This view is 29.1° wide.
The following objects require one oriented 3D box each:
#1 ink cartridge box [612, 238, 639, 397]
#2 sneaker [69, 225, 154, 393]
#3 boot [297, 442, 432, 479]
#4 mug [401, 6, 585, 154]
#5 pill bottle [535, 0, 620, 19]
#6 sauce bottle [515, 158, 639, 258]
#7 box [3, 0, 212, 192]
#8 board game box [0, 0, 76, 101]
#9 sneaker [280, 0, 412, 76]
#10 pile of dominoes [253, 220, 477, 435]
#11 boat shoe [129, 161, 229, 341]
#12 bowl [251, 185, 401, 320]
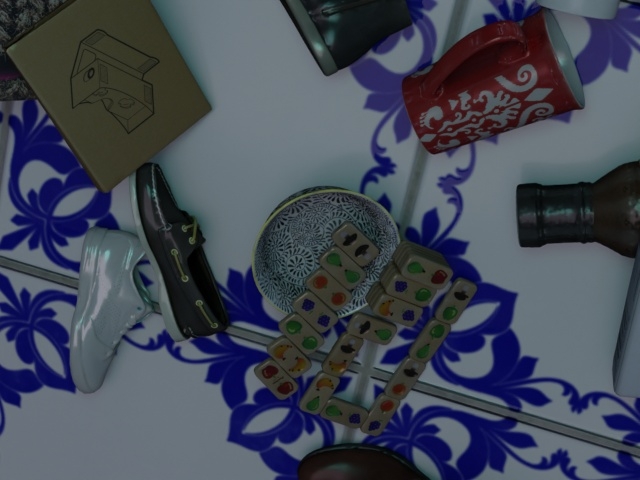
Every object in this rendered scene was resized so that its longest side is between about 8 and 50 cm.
[{"bbox_3d":[0.482,0.045,1.231,0.330,0.071,0.324,4,133,4],"label":"ink cartridge box"},{"bbox_3d":[-0.250,0.092,1.497,0.094,0.080,0.212,9,106,-2],"label":"sneaker"},{"bbox_3d":[0.074,0.349,1.384,0.264,0.280,0.096,26,109,4],"label":"boot"},{"bbox_3d":[0.172,-0.175,1.299,0.169,0.113,0.150,-21,126,22],"label":"mug"},{"bbox_3d":[0.279,-0.323,1.236,0.112,0.112,0.186,13,108,9],"label":"pill bottle"},{"bbox_3d":[0.380,-0.034,1.296,0.345,0.111,0.111,-4,105,12],"label":"sauce bottle"},{"bbox_3d":[-0.228,-0.176,1.350,0.164,0.021,0.201,-41,126,-18],"label":"box"},{"bbox_3d":[-0.371,-0.301,1.308,0.141,0.232,0.291,25,117,51],"label":"board game box"},{"bbox_3d":[0.004,-0.300,1.333,0.118,0.083,0.222,-29,91,0],"label":"sneaker"},{"bbox_3d":[0.052,0.113,1.403,0.196,0.040,0.251,21,112,-24],"label":"pile of dominoes"},{"bbox_3d":[-0.166,0.009,1.450,0.069,0.081,0.227,-10,110,12],"label":"boat shoe"},{"bbox_3d":[0.000,0.000,1.395,0.170,0.080,0.170,-6,121,-10],"label":"bowl"}]
